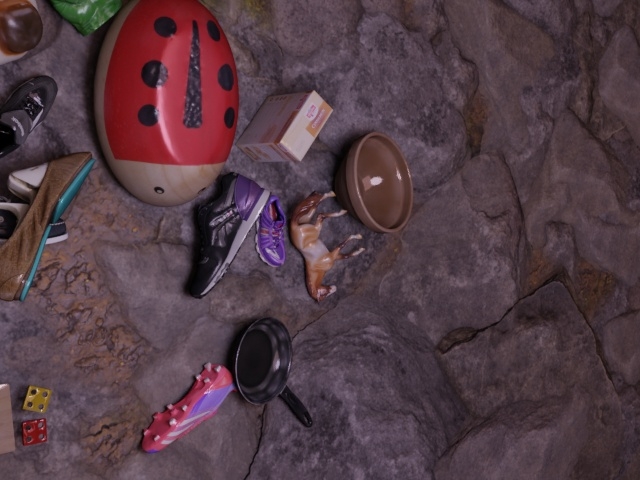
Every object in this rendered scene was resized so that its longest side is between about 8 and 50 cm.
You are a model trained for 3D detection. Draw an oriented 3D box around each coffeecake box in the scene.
[{"bbox_3d":[-0.080,-0.245,2.020,0.068,0.185,0.142,42,70,-30],"label":"coffeecake box"}]

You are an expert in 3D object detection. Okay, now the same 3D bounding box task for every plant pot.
[{"bbox_3d":[0.110,-0.128,2.190,0.237,0.110,0.237,17,68,-49],"label":"plant pot"}]

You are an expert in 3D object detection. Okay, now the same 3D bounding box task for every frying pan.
[{"bbox_3d":[-0.098,0.292,2.126,0.326,0.053,0.197,37,64,-50],"label":"frying pan"}]

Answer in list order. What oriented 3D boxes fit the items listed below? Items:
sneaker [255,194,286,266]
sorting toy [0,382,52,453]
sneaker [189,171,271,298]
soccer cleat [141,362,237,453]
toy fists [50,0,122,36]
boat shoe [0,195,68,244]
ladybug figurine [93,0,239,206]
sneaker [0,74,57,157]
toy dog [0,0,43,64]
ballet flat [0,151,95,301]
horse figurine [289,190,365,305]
[{"bbox_3d":[-0.108,-0.022,2.086,0.068,0.071,0.169,-18,104,-33],"label":"sneaker"},{"bbox_3d":[-0.641,0.339,1.746,0.275,0.046,0.132,-8,98,-34],"label":"sorting toy"},{"bbox_3d":[-0.228,-0.014,2.003,0.124,0.107,0.283,32,76,-9],"label":"sneaker"},{"bbox_3d":[-0.275,0.371,1.991,0.248,0.083,0.095,-48,122,-26],"label":"soccer cleat"},{"bbox_3d":[-0.415,-0.535,1.820,0.279,0.096,0.142,-50,117,-21],"label":"toy fists"},{"bbox_3d":[-0.610,-0.041,1.703,0.303,0.114,0.091,-1,99,-36],"label":"boat shoe"},{"bbox_3d":[-0.289,-0.286,1.856,0.305,0.162,0.449,-7,101,-33],"label":"ladybug figurine"},{"bbox_3d":[-0.564,-0.219,1.728,0.234,0.106,0.078,-50,120,-22],"label":"sneaker"},{"bbox_3d":[-0.622,-0.498,1.600,0.395,0.285,0.407,-22,108,-51],"label":"toy dog"},{"bbox_3d":[-0.521,-0.050,1.665,0.124,0.116,0.342,26,57,-12],"label":"ballet flat"},{"bbox_3d":[0.000,0.000,2.156,0.174,0.066,0.263,-34,122,-8],"label":"horse figurine"}]
